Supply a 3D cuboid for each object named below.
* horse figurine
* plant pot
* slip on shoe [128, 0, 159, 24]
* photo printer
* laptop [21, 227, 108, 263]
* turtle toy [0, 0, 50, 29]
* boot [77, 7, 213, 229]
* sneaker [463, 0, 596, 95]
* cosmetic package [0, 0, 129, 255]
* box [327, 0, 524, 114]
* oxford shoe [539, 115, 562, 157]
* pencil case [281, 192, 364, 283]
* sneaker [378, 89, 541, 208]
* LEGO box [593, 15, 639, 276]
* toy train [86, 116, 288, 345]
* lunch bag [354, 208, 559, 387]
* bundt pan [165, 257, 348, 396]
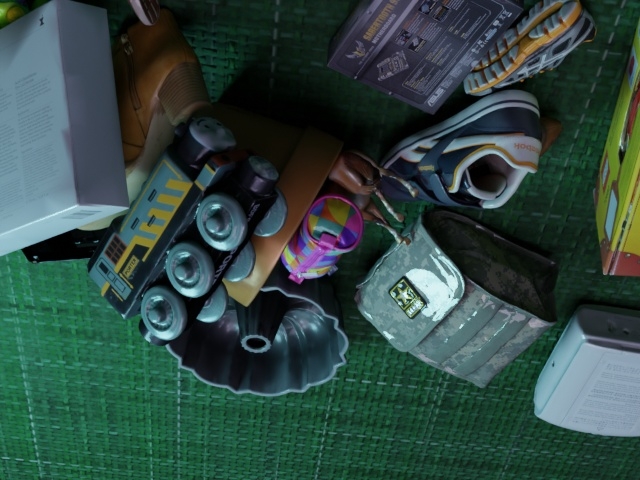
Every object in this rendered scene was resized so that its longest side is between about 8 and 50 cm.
[{"bbox_3d":[0.066,-0.073,1.811,0.174,0.066,0.263,36,161,16],"label":"horse figurine"},{"bbox_3d":[-0.123,-0.074,1.750,0.204,0.290,0.291,30,135,-4],"label":"plant pot"},{"bbox_3d":[-0.264,-0.356,1.594,0.041,0.051,0.135,0,135,29],"label":"slip on shoe"},{"bbox_3d":[0.547,0.255,2.164,0.256,0.107,0.307,9,139,-4],"label":"photo printer"},{"bbox_3d":[-0.363,-0.042,1.883,0.234,0.136,0.264,-5,141,10],"label":"laptop"},{"bbox_3d":[-0.435,-0.321,1.638,0.130,0.066,0.095,14,161,-14],"label":"turtle toy"},{"bbox_3d":[-0.277,-0.174,1.663,0.295,0.211,0.104,-43,142,20],"label":"boot"},{"bbox_3d":[0.291,-0.261,1.630,0.083,0.084,0.215,24,140,-38],"label":"sneaker"},{"bbox_3d":[-0.435,-0.138,1.632,0.377,0.284,0.097,-16,169,39],"label":"cosmetic package"},{"bbox_3d":[0.142,-0.297,1.618,0.183,0.056,0.231,22,135,-18],"label":"box"},{"bbox_3d":[0.293,-0.124,1.795,0.076,0.076,0.212,-16,167,-40],"label":"oxford shoe"},{"bbox_3d":[0.000,0.000,1.854,0.105,0.104,0.236,12,163,-7],"label":"pencil case"},{"bbox_3d":[0.198,-0.103,1.739,0.126,0.127,0.321,12,153,-32],"label":"sneaker"},{"bbox_3d":[0.615,-0.167,1.615,0.373,0.193,0.500,3,139,2],"label":"LEGO box"},{"bbox_3d":[-0.185,-0.009,1.584,0.190,0.142,0.334,44,121,15],"label":"toy train"},{"bbox_3d":[0.222,0.093,1.972,0.287,0.168,0.235,26,135,-13],"label":"lunch bag"},{"bbox_3d":[-0.110,0.137,2.082,0.331,0.124,0.330,3,139,2],"label":"bundt pan"}]
